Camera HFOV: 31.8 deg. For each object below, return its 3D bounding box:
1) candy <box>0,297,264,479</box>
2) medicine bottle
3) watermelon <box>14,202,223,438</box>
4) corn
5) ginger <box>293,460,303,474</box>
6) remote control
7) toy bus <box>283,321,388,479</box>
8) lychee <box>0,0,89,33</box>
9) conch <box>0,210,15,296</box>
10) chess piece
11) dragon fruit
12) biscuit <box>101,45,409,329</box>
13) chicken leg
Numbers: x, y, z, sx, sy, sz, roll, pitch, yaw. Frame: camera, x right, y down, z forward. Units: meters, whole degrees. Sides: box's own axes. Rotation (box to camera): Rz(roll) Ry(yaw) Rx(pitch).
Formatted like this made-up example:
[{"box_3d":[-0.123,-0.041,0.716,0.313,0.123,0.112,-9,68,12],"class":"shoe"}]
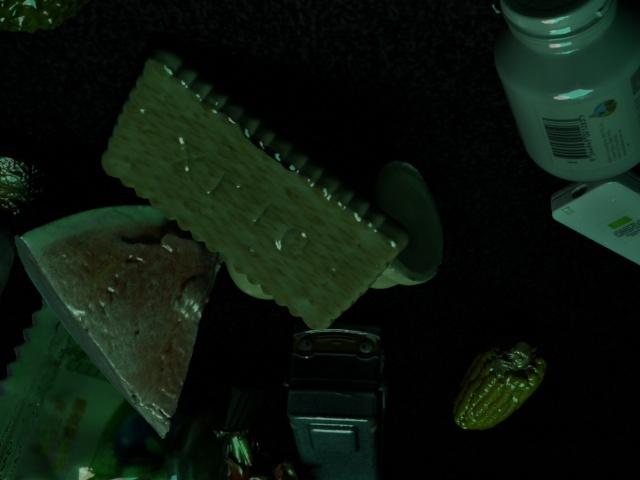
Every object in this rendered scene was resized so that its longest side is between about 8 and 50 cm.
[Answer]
[{"box_3d":[-0.290,0.264,1.620,0.172,0.263,0.398,-10,148,44],"class":"candy"},{"box_3d":[0.226,-0.159,0.995,0.135,0.135,0.215,-8,146,19],"class":"medicine bottle"},{"box_3d":[-0.203,0.071,1.387,0.319,0.222,0.292,53,168,-6],"class":"watermelon"},{"box_3d":[0.254,0.210,1.625,0.097,0.097,0.261,8,149,-6],"class":"corn"},{"box_3d":[-0.122,0.459,2.085,0.333,0.080,0.166,-6,135,10],"class":"ginger"},{"box_3d":[0.385,-0.013,1.307,0.250,0.034,0.103,23,144,-29],"class":"remote control"},{"box_3d":[0.028,0.240,1.632,0.138,0.167,0.275,2,148,6],"class":"toy bus"},{"box_3d":[-0.239,-0.248,0.890,0.171,0.171,0.171,3,148,2],"class":"lychee"},{"box_3d":[-0.461,0.025,1.314,0.277,0.220,0.195,47,153,7],"class":"conch"},{"box_3d":[0.000,0.000,1.302,0.261,0.143,0.143,-12,145,37],"class":"chess piece"},{"box_3d":[-0.091,0.360,1.626,0.135,0.137,0.236,4,144,45],"class":"dragon fruit"},{"box_3d":[-0.076,-0.049,1.183,0.325,0.044,0.217,37,141,-1],"class":"biscuit"},{"box_3d":[-0.377,-0.102,1.242,0.106,0.051,0.253,-15,143,18],"class":"chicken leg"}]
